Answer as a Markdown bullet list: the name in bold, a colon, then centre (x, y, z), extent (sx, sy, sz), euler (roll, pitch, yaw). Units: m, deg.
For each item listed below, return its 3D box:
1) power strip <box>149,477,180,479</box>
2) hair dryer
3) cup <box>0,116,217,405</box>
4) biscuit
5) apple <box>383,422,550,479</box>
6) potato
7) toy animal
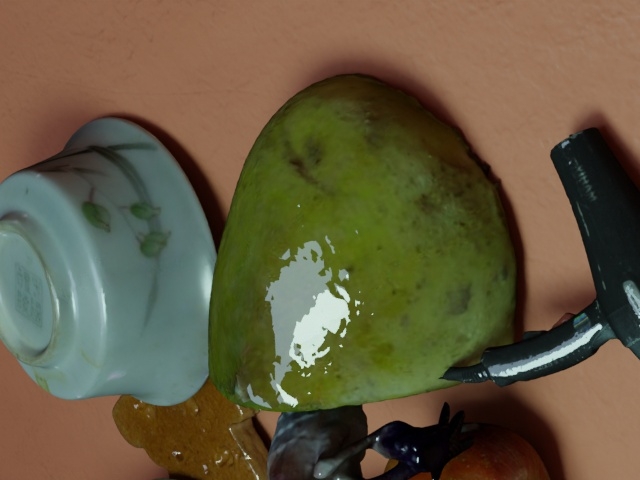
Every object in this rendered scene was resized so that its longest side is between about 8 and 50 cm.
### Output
- **power strip**: centre (-0.168, 0.460, 1.961), extent (0.357, 0.161, 0.357), euler (28, 140, 27)
- **hair dryer**: centre (0.196, 0.054, 1.407), extent (0.271, 0.091, 0.235), euler (-32, 78, 26)
- **cup**: centre (-0.277, 0.042, 1.837), extent (0.347, 0.163, 0.347), euler (20, 117, 46)
- **biscuit**: centre (-0.153, 0.175, 1.915), extent (0.284, 0.043, 0.306), euler (21, 122, 40)
- **apple**: centre (0.135, 0.269, 1.574), extent (0.199, 0.199, 0.199), euler (23, 126, 36)
- **potato**: centre (0.000, 0.000, 1.535), extent (0.330, 0.213, 0.280), euler (12, 116, 42)
- **toy animal**: centre (0.010, 0.188, 1.559), extent (0.324, 0.195, 0.090), euler (24, 133, 63)
